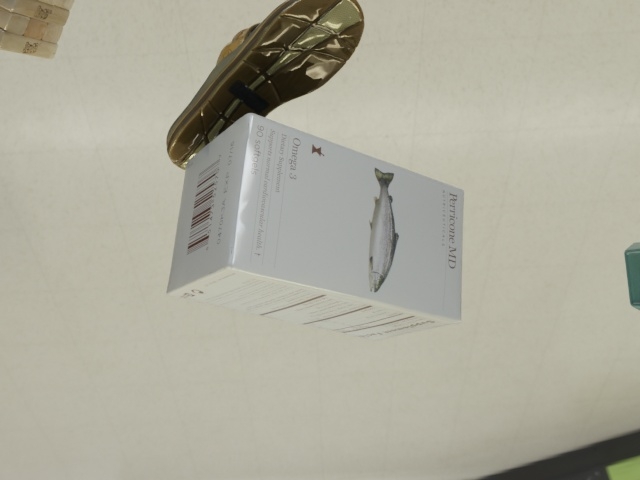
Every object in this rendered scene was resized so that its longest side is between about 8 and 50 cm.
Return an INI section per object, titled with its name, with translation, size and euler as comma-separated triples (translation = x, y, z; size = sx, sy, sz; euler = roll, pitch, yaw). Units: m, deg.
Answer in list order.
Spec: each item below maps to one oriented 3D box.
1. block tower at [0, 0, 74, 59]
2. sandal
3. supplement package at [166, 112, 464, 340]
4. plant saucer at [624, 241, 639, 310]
[block tower]
translation = -0.229, -0.332, 0.630
size = 0.091, 0.097, 0.335
euler = 28, 102, 5
[sandal]
translation = -0.048, -0.125, 0.548
size = 0.180, 0.049, 0.072
euler = -41, 139, 9
[supplement package]
translation = 0.000, 0.000, 0.518
size = 0.179, 0.105, 0.105
euler = 15, 159, -29
[plant saucer]
translation = 0.319, 0.029, 0.621
size = 0.018, 0.067, 0.192
euler = -5, 177, -13
